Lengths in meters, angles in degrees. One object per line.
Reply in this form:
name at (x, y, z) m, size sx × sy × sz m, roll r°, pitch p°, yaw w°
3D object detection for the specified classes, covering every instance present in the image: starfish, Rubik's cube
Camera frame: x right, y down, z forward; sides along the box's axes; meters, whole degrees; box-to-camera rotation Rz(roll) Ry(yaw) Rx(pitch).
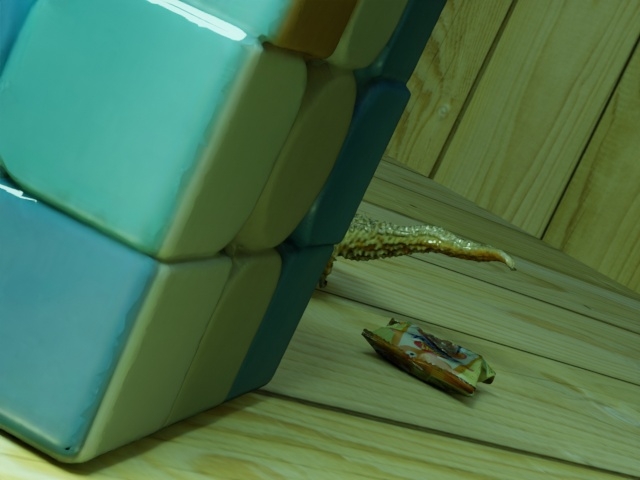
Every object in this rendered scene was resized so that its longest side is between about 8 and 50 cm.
starfish at (-0.025, 0.002, 1.585) m, size 0.293 × 0.084 × 0.301 m, roll 8°, pitch 7°, yaw -38°
Rubik's cube at (-0.151, -0.115, 0.987) m, size 0.347 × 0.344 × 0.347 m, roll 26°, pitch 9°, yaw 13°

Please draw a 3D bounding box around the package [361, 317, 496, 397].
package at (0.094, 0.101, 1.485) m, size 0.108 × 0.031 × 0.121 m, roll 26°, pitch 8°, yaw 12°
